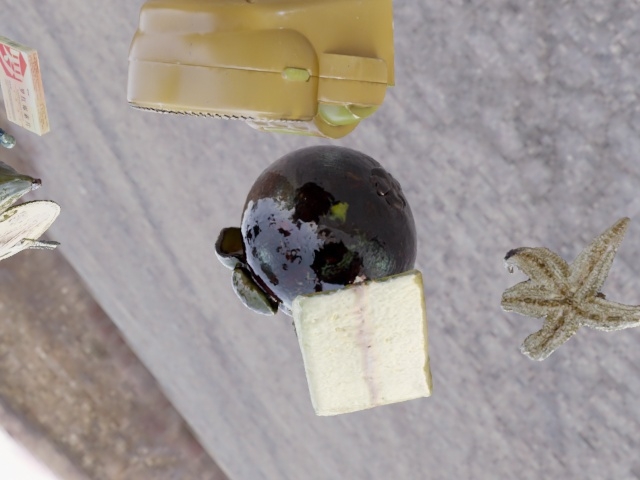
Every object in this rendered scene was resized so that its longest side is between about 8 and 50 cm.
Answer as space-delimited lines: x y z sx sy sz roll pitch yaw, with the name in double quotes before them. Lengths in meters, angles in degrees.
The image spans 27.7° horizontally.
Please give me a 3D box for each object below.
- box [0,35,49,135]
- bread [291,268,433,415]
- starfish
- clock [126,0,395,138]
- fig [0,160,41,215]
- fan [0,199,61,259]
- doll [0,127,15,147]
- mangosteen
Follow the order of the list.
"box" -0.306 -0.158 1.327 0.058 0.015 0.093 24 131 35
"bread" 0.054 0.132 1.591 0.264 0.167 0.163 84 173 -86
"starfish" 0.328 0.065 1.682 0.238 0.216 0.071 21 -163 39
"clock" -0.086 -0.220 1.558 0.244 0.317 0.200 7 100 39
"fig" -0.501 -0.063 1.894 0.184 0.127 0.133 23 180 25
"fan" -0.515 0.001 2.158 0.011 0.229 0.335 58 -167 11
"doll" -0.446 -0.134 1.675 0.083 0.076 0.051 4 -118 -78
"mangosteen" 0.000 0.000 1.898 0.288 0.288 0.288 48 169 12
